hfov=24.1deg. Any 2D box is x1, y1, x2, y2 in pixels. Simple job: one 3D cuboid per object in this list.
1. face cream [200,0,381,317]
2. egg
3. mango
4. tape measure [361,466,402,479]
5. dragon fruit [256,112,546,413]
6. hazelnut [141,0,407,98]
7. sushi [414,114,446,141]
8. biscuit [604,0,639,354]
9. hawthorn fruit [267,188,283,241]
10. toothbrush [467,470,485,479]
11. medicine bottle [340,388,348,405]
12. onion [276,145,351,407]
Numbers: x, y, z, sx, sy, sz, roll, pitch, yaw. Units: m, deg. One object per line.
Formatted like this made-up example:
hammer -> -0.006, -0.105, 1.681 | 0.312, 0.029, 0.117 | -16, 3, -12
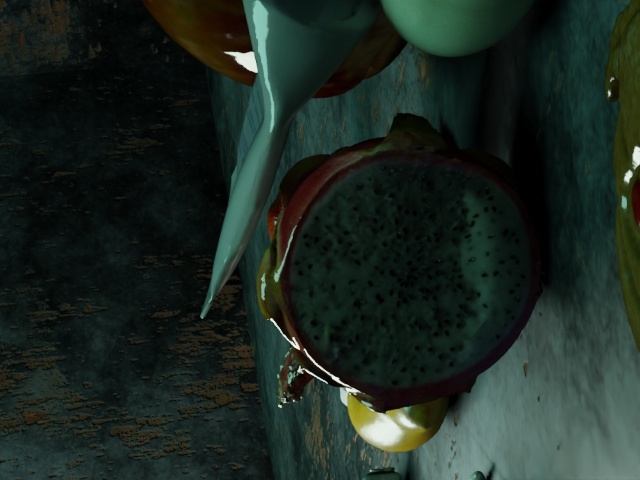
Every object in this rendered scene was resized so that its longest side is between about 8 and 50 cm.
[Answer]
face cream -> -0.054, -0.138, 1.515 | 0.235, 0.137, 0.420 | -84, 13, -46
egg -> 0.127, -0.249, 1.382 | 0.209, 0.151, 0.151 | 115, 147, -70
mango -> 0.108, 0.192, 1.904 | 0.262, 0.109, 0.157 | 166, 109, -72
tape measure -> 0.105, 0.505, 2.156 | 0.164, 0.084, 0.330 | 100, 163, -65
dragon fruit -> 0.080, 0.021, 1.514 | 0.189, 0.291, 0.290 | -117, 23, -75
hazelnut -> -0.049, -0.375, 1.688 | 0.402, 0.402, 0.429 | -105, 24, -42
sushi -> 0.129, -0.104, 1.763 | 0.118, 0.061, 0.060 | 50, 142, 37
biscuit -> 0.254, -0.065, 0.996 | 0.350, 0.070, 0.394 | -116, 22, -64
hawthorn fruit -> -0.002, -0.015, 2.266 | 0.179, 0.173, 0.173 | 98, 163, -51
toothbrush -> 0.172, 0.355, 1.858 | 0.307, 0.025, 0.029 | 97, 172, -54
medicine bottle -> 0.062, 0.163, 2.253 | 0.119, 0.069, 0.183 | -113, 21, -57
onion -> 0.059, 0.060, 1.847 | 0.267, 0.159, 0.348 | -93, 17, -60
